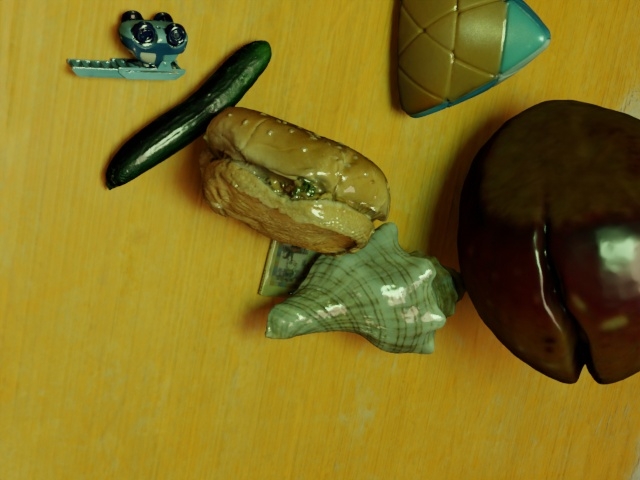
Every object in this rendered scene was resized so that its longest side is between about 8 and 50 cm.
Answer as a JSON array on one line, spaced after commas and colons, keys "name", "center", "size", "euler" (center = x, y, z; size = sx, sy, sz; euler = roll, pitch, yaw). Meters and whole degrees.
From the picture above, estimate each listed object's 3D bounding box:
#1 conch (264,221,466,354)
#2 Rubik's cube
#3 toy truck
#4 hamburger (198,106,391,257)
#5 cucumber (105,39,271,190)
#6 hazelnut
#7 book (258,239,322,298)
[{"name": "conch", "center": [0.099, 0.076, 1.083], "size": [0.386, 0.169, 0.203], "euler": [-2, 79, -49]}, {"name": "Rubik's cube", "center": [0.217, -0.337, 1.102], "size": [0.254, 0.254, 0.254], "euler": [-9, 108, -32]}, {"name": "toy truck", "center": [-0.226, -0.231, 0.867], "size": [0.136, 0.063, 0.074], "euler": [-4, 124, -30]}, {"name": "hamburger", "center": [-0.023, -0.067, 0.933], "size": [0.286, 0.243, 0.146], "euler": [27, 84, -38]}, {"name": "cucumber", "center": [-0.162, -0.161, 0.930], "size": [0.284, 0.056, 0.056], "euler": [-45, 122, -15]}, {"name": "hazelnut", "center": [0.408, -0.007, 1.123], "size": [0.402, 0.429, 0.402], "euler": [-1, 130, -1]}, {"name": "book", "center": [0.000, 0.000, 1.106], "size": [0.168, 0.013, 0.192], "euler": [11, 96, -35]}]
